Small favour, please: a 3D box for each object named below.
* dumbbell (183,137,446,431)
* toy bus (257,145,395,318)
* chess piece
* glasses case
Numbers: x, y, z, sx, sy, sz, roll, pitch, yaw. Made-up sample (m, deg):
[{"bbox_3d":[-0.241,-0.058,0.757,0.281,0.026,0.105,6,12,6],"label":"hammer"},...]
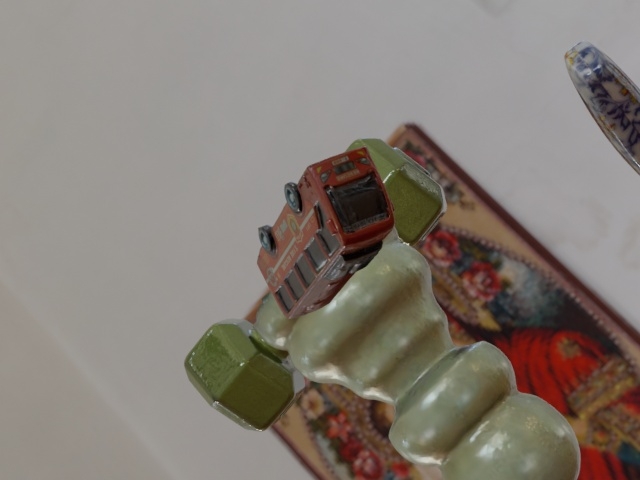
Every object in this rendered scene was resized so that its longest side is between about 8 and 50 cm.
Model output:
[{"bbox_3d":[-0.004,0.042,1.061,0.302,0.108,0.121,-52,-7,5],"label":"dumbbell"},{"bbox_3d":[0.000,0.000,0.473,0.031,0.043,0.110,-20,-14,-21],"label":"toy bus"},{"bbox_3d":[0.079,0.103,0.792,0.133,0.243,0.133,-42,-14,-13],"label":"chess piece"},{"bbox_3d":[0.370,-0.137,1.306,0.065,0.087,0.248,-35,-54,17],"label":"glasses case"}]
